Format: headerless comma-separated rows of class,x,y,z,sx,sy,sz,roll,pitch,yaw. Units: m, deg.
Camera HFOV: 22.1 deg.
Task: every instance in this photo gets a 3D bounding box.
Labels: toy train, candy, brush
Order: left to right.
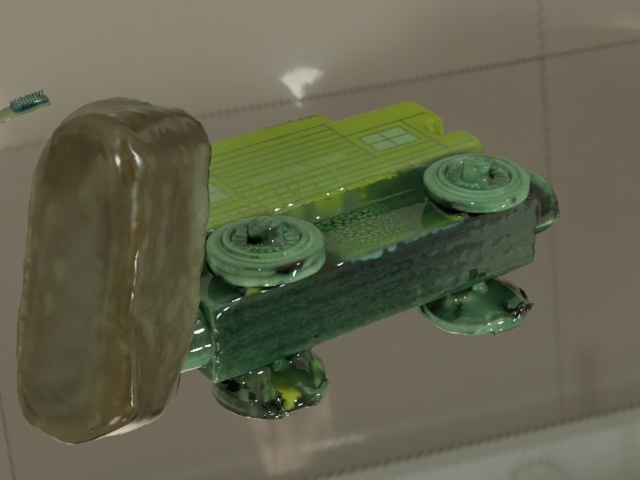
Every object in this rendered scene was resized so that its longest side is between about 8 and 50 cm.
brush,-0.270,-0.109,1.404,0.084,0.016,0.013,-25,143,-25
candy,-0.143,0.020,1.134,0.104,0.102,0.234,-18,115,-59
toy train,0.000,0.000,1.527,0.442,0.272,0.179,-18,124,-30
